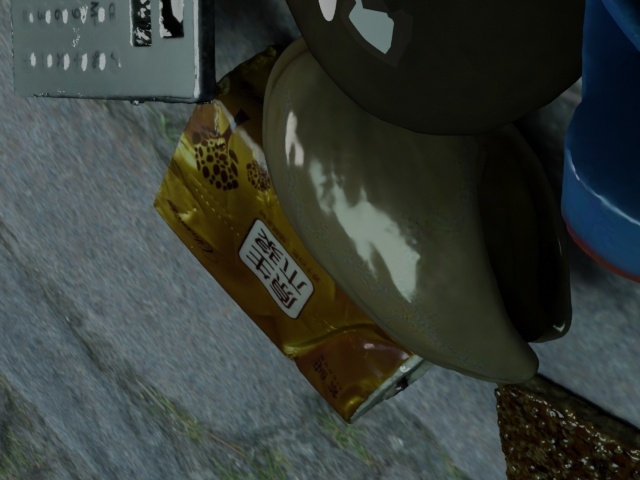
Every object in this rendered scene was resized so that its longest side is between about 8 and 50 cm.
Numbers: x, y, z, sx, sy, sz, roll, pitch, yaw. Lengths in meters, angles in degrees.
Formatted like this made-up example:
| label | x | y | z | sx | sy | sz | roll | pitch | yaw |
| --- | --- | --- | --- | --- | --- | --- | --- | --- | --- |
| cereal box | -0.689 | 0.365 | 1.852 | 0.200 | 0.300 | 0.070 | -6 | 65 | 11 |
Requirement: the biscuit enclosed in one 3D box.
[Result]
| label | x | y | z | sx | sy | sz | roll | pitch | yaw |
| --- | --- | --- | --- | --- | --- | --- | --- | --- | --- |
| biscuit | 0.209 | 0.174 | 1.046 | 0.231 | 0.025 | 0.131 | 27 | 144 | 36 |

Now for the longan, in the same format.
| label | x | y | z | sx | sy | sz | roll | pitch | yaw |
| --- | --- | --- | --- | --- | --- | --- | --- | --- | --- |
| longan | 0.059 | -0.143 | 0.728 | 0.189 | 0.189 | 0.189 | 36 | 149 | 25 |

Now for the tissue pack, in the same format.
| label | x | y | z | sx | sy | sz | roll | pitch | yaw |
| --- | --- | --- | --- | --- | --- | --- | --- | --- | --- |
| tissue pack | 0.000 | 0.000 | 1.070 | 0.226 | 0.092 | 0.183 | 49 | 152 | 9 |

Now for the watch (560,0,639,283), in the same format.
| label | x | y | z | sx | sy | sz | roll | pitch | yaw |
| --- | --- | --- | --- | --- | --- | --- | --- | --- | --- |
| watch | 0.228 | -0.109 | 0.457 | 0.305 | 0.241 | 0.274 | 10 | 142 | 7 |

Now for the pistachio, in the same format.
| label | x | y | z | sx | sy | sz | roll | pitch | yaw |
| --- | --- | --- | --- | --- | --- | --- | --- | --- | --- |
| pistachio | 0.055 | -0.021 | 0.909 | 0.238 | 0.138 | 0.153 | 48 | 141 | 3 |

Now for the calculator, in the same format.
| label | x | y | z | sx | sy | sz | roll | pitch | yaw |
| --- | --- | --- | --- | --- | --- | --- | --- | --- | --- |
| calculator | -0.146 | -0.173 | 1.070 | 0.262 | 0.021 | 0.161 | 7 | 100 | 52 |
